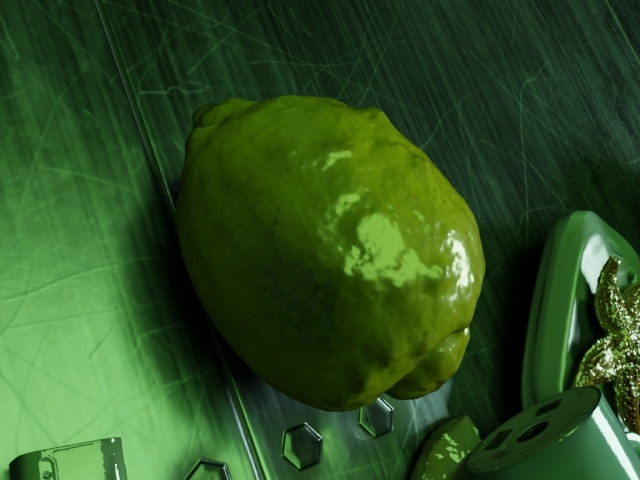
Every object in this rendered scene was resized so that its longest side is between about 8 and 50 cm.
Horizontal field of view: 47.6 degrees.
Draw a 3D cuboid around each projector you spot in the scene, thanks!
[{"bbox_3d":[-0.203,0.211,0.590,0.083,0.083,0.082,-3,70,-31],"label":"projector"}]

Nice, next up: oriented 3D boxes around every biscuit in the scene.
[{"bbox_3d":[0.149,0.335,0.766,0.141,0.038,0.289,-2,69,-31],"label":"biscuit"}]

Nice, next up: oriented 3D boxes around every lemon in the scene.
[{"bbox_3d":[0.005,0.006,0.704,0.285,0.285,0.316,-3,42,-31],"label":"lemon"}]

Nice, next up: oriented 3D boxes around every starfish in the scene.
[{"bbox_3d":[0.373,0.137,0.891,0.240,0.043,0.227,-35,102,-31],"label":"starfish"}]

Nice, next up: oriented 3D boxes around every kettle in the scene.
[{"bbox_3d":[0.300,0.285,0.764,0.211,0.160,0.243,-30,84,-46],"label":"kettle"}]

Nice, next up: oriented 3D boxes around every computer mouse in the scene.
[{"bbox_3d":[0.338,0.118,0.946,0.197,0.095,0.330,32,65,-25],"label":"computer mouse"}]
